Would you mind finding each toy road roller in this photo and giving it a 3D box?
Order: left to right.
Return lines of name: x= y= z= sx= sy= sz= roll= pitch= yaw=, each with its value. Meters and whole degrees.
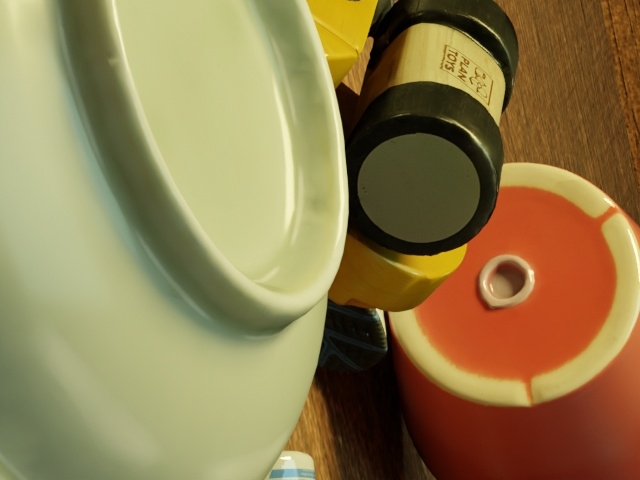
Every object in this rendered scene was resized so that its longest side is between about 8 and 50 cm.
toy road roller: x=-0.049 y=-0.079 z=1.205 sx=0.329 sy=0.240 sz=0.202 roll=36 pitch=29 yaw=-12

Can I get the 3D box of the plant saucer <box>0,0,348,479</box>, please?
plant saucer: x=-0.077 y=-0.059 z=0.836 sx=0.400 sy=0.100 sz=0.400 roll=49 pitch=33 yaw=-48

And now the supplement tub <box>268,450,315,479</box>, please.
supplement tub: x=-0.034 y=0.189 z=1.245 sx=0.071 sy=0.071 sz=0.107 roll=30 pitch=53 yaw=-68

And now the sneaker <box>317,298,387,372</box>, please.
sneaker: x=0.000 y=0.000 z=1.453 sx=0.081 sy=0.080 sz=0.211 roll=-88 pitch=170 yaw=-49

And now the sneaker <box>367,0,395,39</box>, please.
sneaker: x=0.009 y=-0.213 z=1.532 sx=0.283 sy=0.107 sz=0.124 roll=5 pitch=83 yaw=-72

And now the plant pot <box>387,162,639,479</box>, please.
plant pot: x=0.168 y=0.070 z=1.572 sx=0.243 sy=0.275 sz=0.275 roll=55 pitch=31 yaw=-65
